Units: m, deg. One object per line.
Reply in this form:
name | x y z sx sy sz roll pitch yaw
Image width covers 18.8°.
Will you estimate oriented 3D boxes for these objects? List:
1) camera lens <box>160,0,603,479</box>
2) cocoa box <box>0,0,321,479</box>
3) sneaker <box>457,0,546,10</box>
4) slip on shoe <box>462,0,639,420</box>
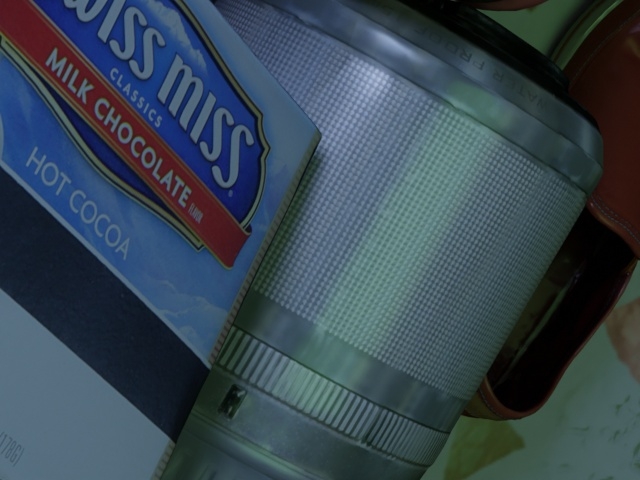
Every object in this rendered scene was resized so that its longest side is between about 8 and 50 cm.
camera lens | 0.000 0.000 1.008 0.219 0.219 0.274 29 92 -37
cocoa box | -0.205 -0.057 0.789 0.347 0.231 0.228 48 59 -44
sneaker | 0.168 -0.191 1.064 0.314 0.116 0.136 -47 141 -37
slip on shoe | 0.169 -0.029 1.179 0.123 0.101 0.331 37 86 -35
